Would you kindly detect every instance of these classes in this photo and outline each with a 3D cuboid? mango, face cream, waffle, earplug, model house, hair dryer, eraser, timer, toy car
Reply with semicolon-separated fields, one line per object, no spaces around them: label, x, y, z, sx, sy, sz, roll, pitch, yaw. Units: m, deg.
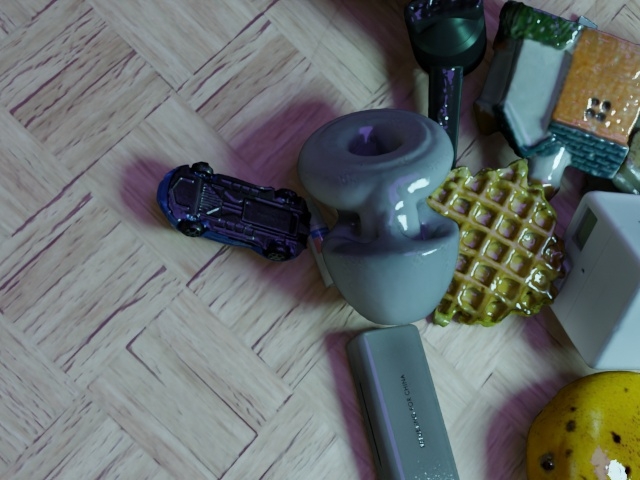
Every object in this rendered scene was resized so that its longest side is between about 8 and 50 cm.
mango;0.396;0.281;1.738;0.290;0.160;0.191;-34;79;-35
face cream;0.000;0.000;1.726;0.034;0.034;0.130;-14;77;-29
waffle;0.230;0.006;1.786;0.238;0.059;0.243;-20;90;-7
earplug;0.084;-0.044;1.685;0.214;0.175;0.325;-9;64;1
model house;0.356;-0.187;1.877;0.271;0.190;0.301;20;95;-2
hair dryer;0.178;-0.215;1.790;0.116;0.244;0.302;0;87;10
eraser;0.429;-0.330;2.061;0.038;0.019;0.083;30;61;-10
timer;0.463;0.059;1.795;0.195;0.192;0.194;4;37;-23
toy car;-0.116;-0.034;1.668;0.216;0.063;0.103;16;64;-18

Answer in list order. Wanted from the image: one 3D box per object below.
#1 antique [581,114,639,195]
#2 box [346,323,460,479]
antique;0.515;-0.159;1.975;0.150;0.125;0.284;36;60;-7
box;0.111;0.238;1.676;0.103;0.055;0.243;-7;74;-27
